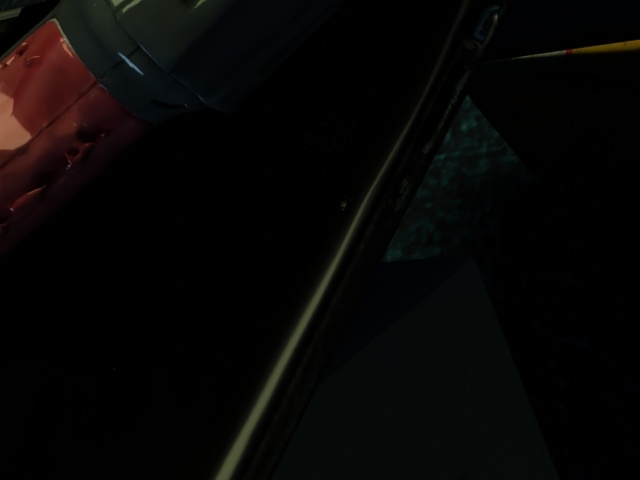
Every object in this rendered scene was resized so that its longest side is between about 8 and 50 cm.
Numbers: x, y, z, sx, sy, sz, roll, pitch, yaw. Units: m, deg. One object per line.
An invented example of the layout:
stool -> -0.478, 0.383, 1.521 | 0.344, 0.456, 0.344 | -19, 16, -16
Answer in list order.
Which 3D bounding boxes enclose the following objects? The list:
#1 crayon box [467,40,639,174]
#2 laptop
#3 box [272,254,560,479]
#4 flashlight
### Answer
crayon box -> 0.207, -0.174, 1.058 | 0.165, 0.081, 0.278 | -7, 48, 45
laptop -> 0.000, 0.000, 0.801 | 0.382, 0.236, 0.408 | -3, 53, 51
box -> -0.072, 0.148, 0.837 | 0.345, 0.215, 0.168 | -8, 21, 44
flashlight -> -0.126, -0.011, 0.648 | 0.304, 0.103, 0.103 | -39, 58, 14
